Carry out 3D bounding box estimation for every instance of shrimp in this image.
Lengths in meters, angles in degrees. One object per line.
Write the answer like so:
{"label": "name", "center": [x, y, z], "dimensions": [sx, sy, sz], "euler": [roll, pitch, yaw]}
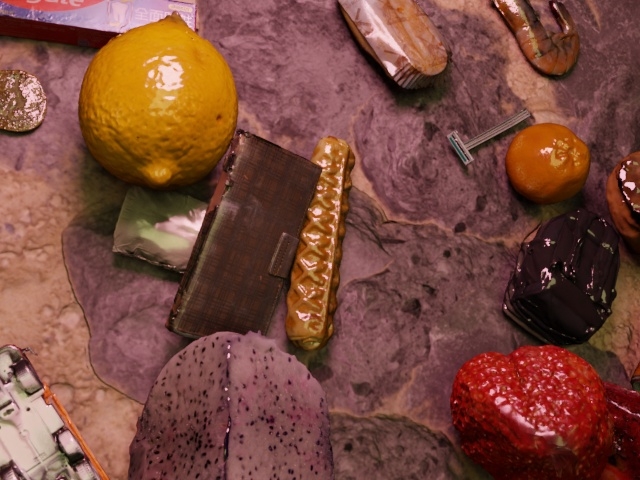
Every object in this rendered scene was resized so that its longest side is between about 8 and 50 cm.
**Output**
{"label": "shrimp", "center": [0.440, -0.479, 1.291], "dimensions": [0.169, 0.058, 0.296], "euler": [-36, 94, -28]}

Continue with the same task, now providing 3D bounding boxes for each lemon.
{"label": "lemon", "center": [-0.239, -0.189, 0.918], "dimensions": [0.228, 0.228, 0.253], "euler": [19, 66, -13]}

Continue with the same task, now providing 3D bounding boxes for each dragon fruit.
{"label": "dragon fruit", "center": [0.541, 0.371, 1.094], "dimensions": [0.134, 0.262, 0.211], "euler": [9, 104, -49]}
{"label": "dragon fruit", "center": [-0.121, 0.294, 0.881], "dimensions": [0.221, 0.204, 0.283], "euler": [23, 53, -40]}

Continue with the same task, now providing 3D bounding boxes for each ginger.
{"label": "ginger", "center": [0.662, -0.058, 1.188], "dimensions": [0.269, 0.223, 0.200], "euler": [16, 72, 7]}

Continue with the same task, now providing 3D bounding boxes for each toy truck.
{"label": "toy truck", "center": [-0.379, 0.272, 0.834], "dimensions": [0.114, 0.135, 0.270], "euler": [-32, 93, -23]}

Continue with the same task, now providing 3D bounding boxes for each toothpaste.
{"label": "toothpaste", "center": [-0.364, -0.359, 1.005], "dimensions": [0.320, 0.066, 0.076], "euler": [3, 78, -17]}

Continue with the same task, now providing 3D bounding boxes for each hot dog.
{"label": "hot dog", "center": [0.136, -0.391, 1.162], "dimensions": [0.163, 0.082, 0.270], "euler": [-27, 80, -29]}

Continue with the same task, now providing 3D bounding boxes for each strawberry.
{"label": "strawberry", "center": [0.338, 0.288, 0.969], "dimensions": [0.250, 0.288, 0.238], "euler": [-15, 93, 1]}

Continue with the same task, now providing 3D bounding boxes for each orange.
{"label": "orange", "center": [0.431, -0.147, 1.170], "dimensions": [0.159, 0.136, 0.159], "euler": [3, 77, -13]}

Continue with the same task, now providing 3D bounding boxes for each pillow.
{"label": "pillow", "center": [-0.207, -0.005, 0.986], "dimensions": [0.229, 0.051, 0.128], "euler": [21, 76, -14]}

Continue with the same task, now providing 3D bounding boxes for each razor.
{"label": "razor", "center": [0.329, -0.208, 1.203], "dimensions": [0.191, 0.037, 0.068], "euler": [-29, 84, -23]}

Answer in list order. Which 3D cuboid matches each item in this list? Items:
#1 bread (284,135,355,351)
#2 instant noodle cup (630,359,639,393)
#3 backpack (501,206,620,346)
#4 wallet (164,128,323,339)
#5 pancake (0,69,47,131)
{"label": "bread", "center": [0.001, 0.000, 1.035], "dimensions": [0.077, 0.084, 0.367], "euler": [2, 76, 24]}
{"label": "instant noodle cup", "center": [0.691, 0.238, 1.141], "dimensions": [0.216, 0.216, 0.172], "euler": [41, 79, -5]}
{"label": "backpack", "center": [0.462, 0.054, 1.149], "dimensions": [0.206, 0.133, 0.258], "euler": [37, 63, -10]}
{"label": "wallet", "center": [-0.113, 0.006, 0.956], "dimensions": [0.169, 0.044, 0.317], "euler": [21, 87, -36]}
{"label": "pancake", "center": [-0.476, -0.217, 0.965], "dimensions": [0.108, 0.017, 0.108], "euler": [5, 75, -19]}
